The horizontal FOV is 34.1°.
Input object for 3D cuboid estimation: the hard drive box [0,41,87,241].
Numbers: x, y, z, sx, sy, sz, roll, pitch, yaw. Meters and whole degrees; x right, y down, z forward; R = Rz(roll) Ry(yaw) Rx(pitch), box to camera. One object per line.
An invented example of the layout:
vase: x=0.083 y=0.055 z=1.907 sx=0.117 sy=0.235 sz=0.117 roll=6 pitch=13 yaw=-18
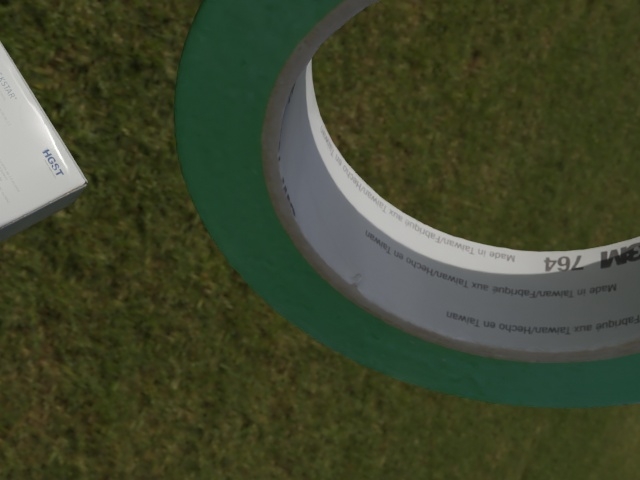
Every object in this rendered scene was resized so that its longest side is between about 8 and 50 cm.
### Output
hard drive box: x=-0.389 y=-0.071 z=1.071 sx=0.232 sy=0.181 sz=0.089 roll=-31 pitch=180 yaw=-27

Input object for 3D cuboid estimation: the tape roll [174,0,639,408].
tape roll: x=0.096 y=-0.048 z=0.479 sx=0.321 sy=0.321 sz=0.077 roll=81 pitch=18 yaw=-45
